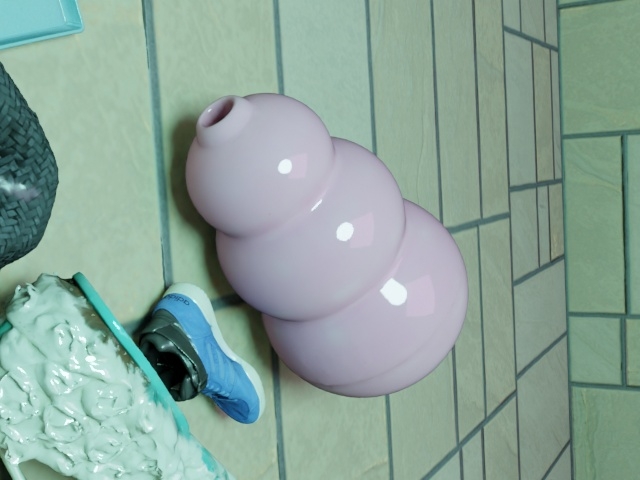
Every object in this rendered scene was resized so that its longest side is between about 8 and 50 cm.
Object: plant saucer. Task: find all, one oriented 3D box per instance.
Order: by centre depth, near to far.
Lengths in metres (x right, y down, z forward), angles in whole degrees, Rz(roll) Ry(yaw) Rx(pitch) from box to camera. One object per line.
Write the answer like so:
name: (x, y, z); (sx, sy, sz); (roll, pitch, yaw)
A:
plant saucer: (-0.229, -0.150, 0.510); (0.192, 0.018, 0.067); (-39, 123, -55)

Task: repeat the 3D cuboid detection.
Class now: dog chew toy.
dog chew toy: (0.000, 0.000, 0.745); (0.332, 0.207, 0.206); (51, 46, -36)

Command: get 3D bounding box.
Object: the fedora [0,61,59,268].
fedora: (-0.236, -0.043, 0.340); (0.334, 0.153, 0.334); (-7, 98, -56)

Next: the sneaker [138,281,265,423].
sneaker: (-0.103, 0.118, 0.684); (0.152, 0.058, 0.084); (67, 31, -27)

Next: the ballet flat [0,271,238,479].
ballet flat: (-0.129, 0.190, 0.605); (0.409, 0.147, 0.147); (60, 40, -36)
